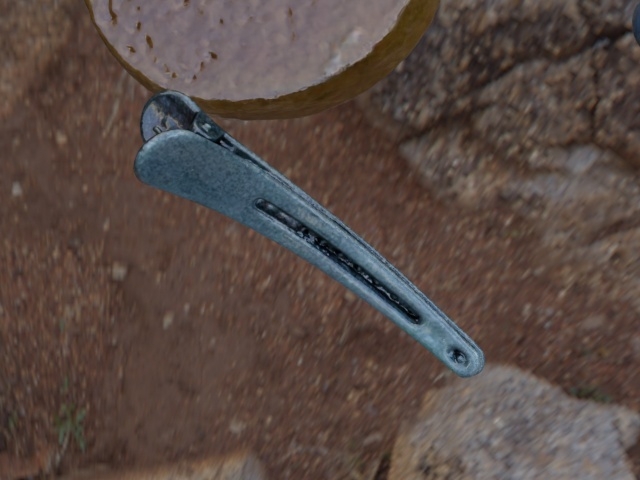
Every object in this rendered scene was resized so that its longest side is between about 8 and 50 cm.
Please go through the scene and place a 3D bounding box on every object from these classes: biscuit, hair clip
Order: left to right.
[{"bbox_3d":[-0.065,-0.262,1.248,0.314,0.063,0.367,-6,81,16],"label":"biscuit"},{"bbox_3d":[0.000,0.000,0.941,0.229,0.070,0.039,34,109,-17],"label":"hair clip"}]

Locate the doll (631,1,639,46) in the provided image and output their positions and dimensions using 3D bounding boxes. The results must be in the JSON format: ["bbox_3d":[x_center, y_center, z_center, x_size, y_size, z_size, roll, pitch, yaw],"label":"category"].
[{"bbox_3d":[0.301,-0.182,1.468,0.083,0.050,0.076,-5,53,-2],"label":"doll"}]
